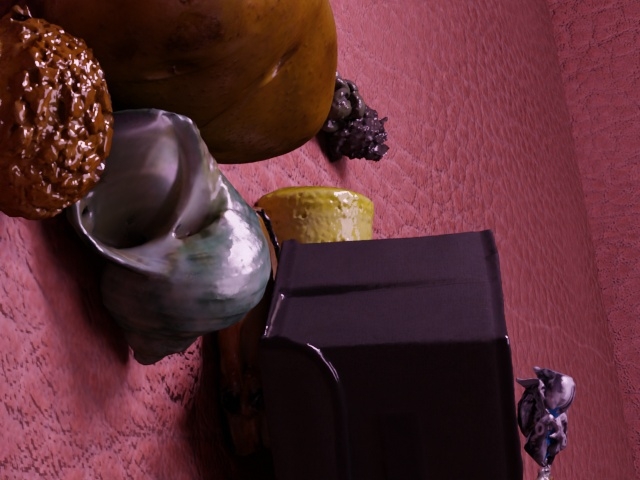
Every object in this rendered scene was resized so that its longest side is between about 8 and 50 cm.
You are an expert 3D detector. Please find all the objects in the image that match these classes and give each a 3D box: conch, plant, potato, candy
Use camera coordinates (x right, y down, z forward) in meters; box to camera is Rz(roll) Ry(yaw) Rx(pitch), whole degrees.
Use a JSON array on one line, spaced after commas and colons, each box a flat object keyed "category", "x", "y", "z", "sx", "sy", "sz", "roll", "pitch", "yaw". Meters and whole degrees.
[{"category": "conch", "x": -0.122, "y": -0.003, "z": 1.145, "sx": 0.176, "sy": 0.122, "sz": 0.188, "roll": -9, "pitch": 84, "yaw": -51}, {"category": "plant", "x": 0.030, "y": -0.143, "z": 1.756, "sx": 0.085, "sy": 0.087, "sz": 0.174, "roll": 53, "pitch": 1, "yaw": 28}, {"category": "potato", "x": -0.090, "y": -0.162, "z": 1.208, "sx": 0.195, "sy": 0.176, "sz": 0.369, "roll": -59, "pitch": 157, "yaw": -7}, {"category": "candy", "x": 0.199, "y": 0.161, "z": 1.339, "sx": 0.226, "sy": 0.051, "sz": 0.094, "roll": 32, "pitch": 62, "yaw": -81}]

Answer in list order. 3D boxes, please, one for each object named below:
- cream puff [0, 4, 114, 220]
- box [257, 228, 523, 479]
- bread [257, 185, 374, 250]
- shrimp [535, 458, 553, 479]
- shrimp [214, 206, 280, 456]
[{"category": "cream puff", "x": -0.193, "y": -0.084, "z": 1.008, "sx": 0.126, "sy": 0.103, "sz": 0.144, "roll": 48, "pitch": 40, "yaw": -58}, {"category": "box", "x": 0.076, "y": 0.188, "z": 1.338, "sx": 0.251, "sy": 0.204, "sz": 0.345, "roll": -79, "pitch": 162, "yaw": -70}, {"category": "bread", "x": 0.000, "y": 0.000, "z": 1.532, "sx": 0.129, "sy": 0.111, "sz": 0.114, "roll": 15, "pitch": 72, "yaw": -65}, {"category": "shrimp", "x": 0.317, "y": 0.445, "z": 2.152, "sx": 0.287, "sy": 0.068, "sz": 0.185, "roll": -49, "pitch": 150, "yaw": -67}, {"category": "shrimp", "x": -0.056, "y": 0.088, "z": 1.389, "sx": 0.173, "sy": 0.058, "sz": 0.253, "roll": 58, "pitch": 26, "yaw": -63}]
